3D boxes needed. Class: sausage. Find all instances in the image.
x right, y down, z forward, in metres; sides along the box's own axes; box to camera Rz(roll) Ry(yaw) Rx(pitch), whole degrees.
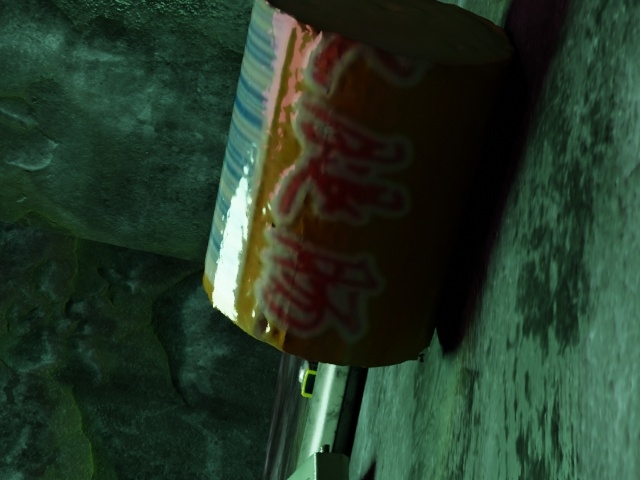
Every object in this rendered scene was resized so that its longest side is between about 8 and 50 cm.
[{"bbox_3d":[0.027,-0.068,1.007,0.233,0.233,0.287,-87,10,-68],"label":"sausage"}]

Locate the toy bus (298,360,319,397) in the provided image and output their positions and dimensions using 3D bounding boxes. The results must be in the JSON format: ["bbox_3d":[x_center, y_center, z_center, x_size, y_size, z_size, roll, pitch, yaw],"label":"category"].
[{"bbox_3d":[-0.006,0.230,1.886,0.102,0.058,0.052,-118,41,-84],"label":"toy bus"}]

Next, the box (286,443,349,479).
[{"bbox_3d":[-0.017,0.366,1.346,0.270,0.045,0.210,120,153,-61],"label":"box"}]

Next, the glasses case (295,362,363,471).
[{"bbox_3d":[0.012,0.244,1.535,0.114,0.060,0.299,163,119,-85],"label":"glasses case"}]
